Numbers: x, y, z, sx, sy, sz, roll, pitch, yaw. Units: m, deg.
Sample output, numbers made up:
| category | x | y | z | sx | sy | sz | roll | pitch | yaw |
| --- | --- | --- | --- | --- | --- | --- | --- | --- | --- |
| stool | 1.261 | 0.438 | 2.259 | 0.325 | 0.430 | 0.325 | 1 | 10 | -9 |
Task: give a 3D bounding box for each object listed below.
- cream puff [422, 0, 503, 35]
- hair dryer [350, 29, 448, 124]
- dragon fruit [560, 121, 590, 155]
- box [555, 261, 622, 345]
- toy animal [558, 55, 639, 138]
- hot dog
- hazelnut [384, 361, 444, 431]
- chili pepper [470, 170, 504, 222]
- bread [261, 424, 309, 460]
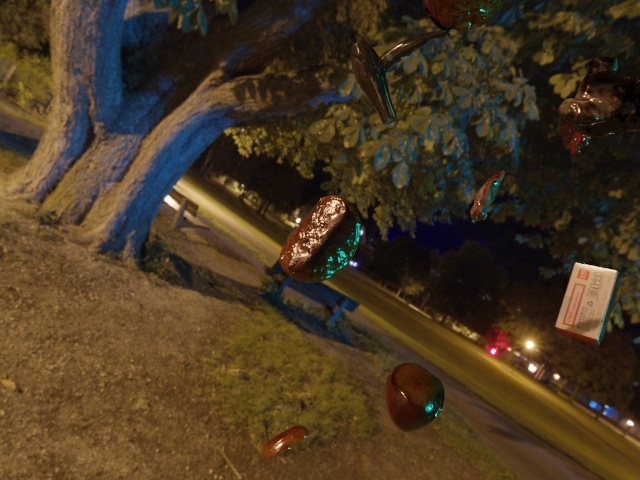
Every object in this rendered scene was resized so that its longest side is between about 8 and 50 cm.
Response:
| category | x | y | z | sx | sy | sz | roll | pitch | yaw |
| --- | --- | --- | --- | --- | --- | --- | --- | --- | --- |
| cream puff | 0.451 | -0.797 | 1.278 | 0.350 | 0.350 | 0.228 | 31 | 1 | -37 |
| hair dryer | 0.185 | -0.391 | 0.972 | 0.075 | 0.219 | 0.195 | -15 | 81 | -64 |
| dragon fruit | 0.825 | -0.334 | 1.380 | 0.063 | 0.131 | 0.097 | 9 | -19 | -22 |
| box | 0.813 | 0.189 | 1.330 | 0.050 | 0.229 | 0.123 | 24 | -7 | -41 |
| toy animal | 0.709 | -0.280 | 0.930 | 0.344 | 0.194 | 0.302 | 20 | 35 | 41 |
| hot dog | 0.001 | 0.001 | 1.050 | 0.160 | 0.227 | 0.099 | 42 | -4 | 27 |
| hazelnut | 0.317 | 0.557 | 1.535 | 0.229 | 0.229 | 0.229 | 31 | 1 | 0 |
| chili pepper | 0.379 | -0.100 | 1.005 | 0.041 | 0.153 | 0.050 | 27 | -15 | 5 |
| bread | -0.094 | 0.526 | 1.151 | 0.044 | 0.129 | 0.126 | 57 | -16 | 16 |
